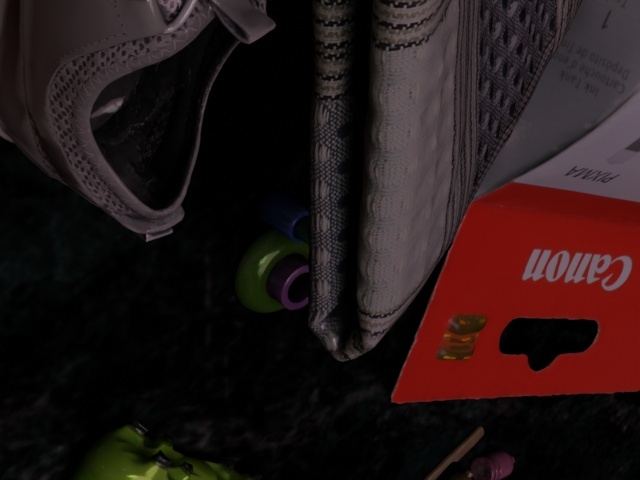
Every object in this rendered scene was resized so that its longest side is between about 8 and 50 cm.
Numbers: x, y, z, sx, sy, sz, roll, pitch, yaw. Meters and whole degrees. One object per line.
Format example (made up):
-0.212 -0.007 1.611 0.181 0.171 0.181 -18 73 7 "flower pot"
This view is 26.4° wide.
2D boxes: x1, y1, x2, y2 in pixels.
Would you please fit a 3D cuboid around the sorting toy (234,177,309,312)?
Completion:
0.000 0.000 0.689 0.102 0.042 0.061 -55 142 2 "sorting toy"

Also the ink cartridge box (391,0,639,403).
0.234 -0.048 0.857 0.308 0.091 0.385 5 113 -47 "ink cartridge box"

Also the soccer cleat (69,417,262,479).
-0.070 0.151 0.726 0.072 0.060 0.179 -47 136 6 "soccer cleat"

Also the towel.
0.079 -0.159 0.538 0.312 0.056 0.324 -54 154 -41 "towel"

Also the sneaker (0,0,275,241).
-0.044 -0.117 0.440 0.105 0.115 0.281 -28 155 -34 "sneaker"

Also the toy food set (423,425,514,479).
0.111 0.184 0.958 0.078 0.019 0.122 -41 140 -15 "toy food set"
